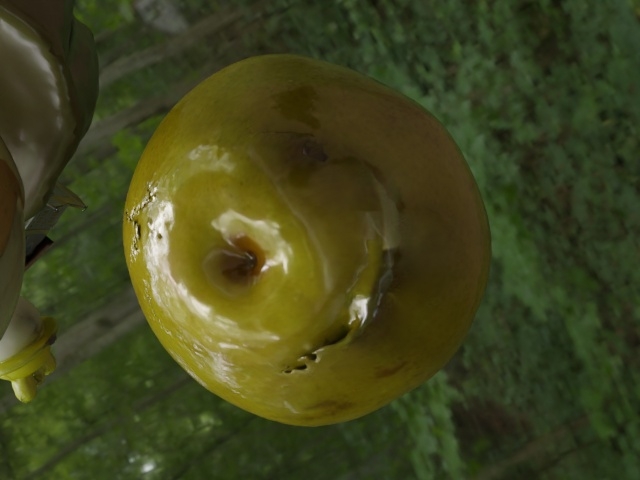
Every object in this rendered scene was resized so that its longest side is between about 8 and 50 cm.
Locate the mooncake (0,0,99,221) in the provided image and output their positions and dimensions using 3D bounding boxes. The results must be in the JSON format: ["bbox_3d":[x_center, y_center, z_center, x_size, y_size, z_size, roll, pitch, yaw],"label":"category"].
[{"bbox_3d":[-0.423,-0.188,1.191,0.378,0.378,0.200,48,-152,-32],"label":"mooncake"}]

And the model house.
[{"bbox_3d":[-0.450,-0.056,1.472,0.219,0.136,0.207,36,-175,3],"label":"model house"}]

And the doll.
[{"bbox_3d":[-0.337,0.052,1.071,0.241,0.099,0.135,58,179,-21],"label":"doll"}]

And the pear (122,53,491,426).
[{"bbox_3d":[-0.001,-0.012,0.862,0.285,0.285,0.336,56,-153,-16],"label":"pear"}]

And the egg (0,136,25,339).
[{"bbox_3d":[-0.264,-0.017,0.588,0.201,0.201,0.244,-79,-28,-56],"label":"egg"}]
